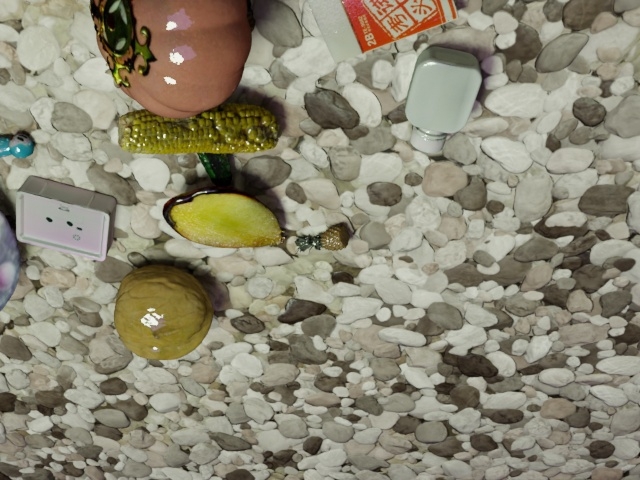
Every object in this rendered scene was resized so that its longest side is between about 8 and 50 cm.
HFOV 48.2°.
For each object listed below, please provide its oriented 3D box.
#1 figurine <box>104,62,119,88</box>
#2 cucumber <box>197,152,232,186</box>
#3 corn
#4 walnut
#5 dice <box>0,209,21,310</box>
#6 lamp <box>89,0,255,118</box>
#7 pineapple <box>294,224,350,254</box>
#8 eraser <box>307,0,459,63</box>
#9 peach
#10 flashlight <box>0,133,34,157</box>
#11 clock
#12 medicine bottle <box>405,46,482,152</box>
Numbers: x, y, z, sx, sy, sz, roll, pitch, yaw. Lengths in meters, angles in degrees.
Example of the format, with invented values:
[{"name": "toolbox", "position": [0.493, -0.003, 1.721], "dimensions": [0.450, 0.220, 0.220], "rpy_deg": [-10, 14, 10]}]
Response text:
[{"name": "figurine", "position": [-0.354, -0.318, 1.328], "dimensions": [0.083, 0.047, 0.050], "rpy_deg": [-17, 141, 11]}, {"name": "cucumber", "position": [-0.224, -0.209, 1.386], "dimensions": [0.067, 0.067, 0.293], "rpy_deg": [-7, 129, 11]}, {"name": "corn", "position": [-0.211, -0.200, 1.294], "dimensions": [0.320, 0.097, 0.097], "rpy_deg": [-8, 139, -35]}, {"name": "walnut", "position": [-0.354, 0.161, 1.622], "dimensions": [0.228, 0.228, 0.228], "rpy_deg": [3, 130, 4]}, {"name": "dice", "position": [-0.824, 0.043, 1.497], "dimensions": [0.270, 0.271, 0.270], "rpy_deg": [12, 130, 15]}, {"name": "lamp", "position": [-0.226, -0.354, 1.152], "dimensions": [0.305, 0.239, 0.305], "rpy_deg": [26, 128, 38]}, {"name": "pineapple", "position": [0.000, 0.000, 1.552], "dimensions": [0.124, 0.058, 0.058], "rpy_deg": [-8, 130, 30]}, {"name": "eraser", "position": [0.099, -0.408, 1.203], "dimensions": [0.230, 0.038, 0.157], "rpy_deg": [-16, 126, 17]}, {"name": "peach", "position": [-0.192, -0.057, 1.498], "dimensions": [0.279, 0.068, 0.189], "rpy_deg": [22, 140, -36]}, {"name": "flashlight", "position": [-0.648, -0.188, 1.459], "dimensions": [0.129, 0.051, 0.051], "rpy_deg": [-4, 129, 12]}, {"name": "clock", "position": [-0.552, -0.048, 1.555], "dimensions": [0.197, 0.063, 0.150], "rpy_deg": [14, 129, -6]}, {"name": "medicine bottle", "position": [0.216, -0.252, 1.300], "dimensions": [0.119, 0.069, 0.183], "rpy_deg": [9, 129, -3]}]
